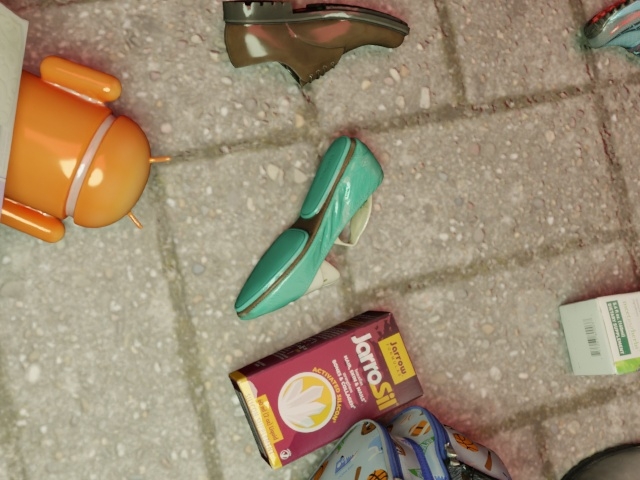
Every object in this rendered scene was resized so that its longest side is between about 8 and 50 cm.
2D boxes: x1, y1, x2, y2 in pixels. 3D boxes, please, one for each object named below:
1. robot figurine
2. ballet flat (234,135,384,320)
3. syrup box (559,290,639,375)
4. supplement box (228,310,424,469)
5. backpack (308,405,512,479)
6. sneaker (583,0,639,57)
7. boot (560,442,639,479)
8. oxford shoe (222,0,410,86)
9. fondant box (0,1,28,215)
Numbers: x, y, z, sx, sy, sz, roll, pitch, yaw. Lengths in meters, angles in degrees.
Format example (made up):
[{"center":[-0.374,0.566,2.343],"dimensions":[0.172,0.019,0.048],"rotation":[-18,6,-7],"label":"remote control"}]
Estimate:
[{"center":[-0.270,-0.090,0.715],"dimensions":[0.219,0.128,0.158],"rotation":[23,65,-11],"label":"robot figurine"},{"center":[0.000,0.000,0.803],"dimensions":[0.087,0.083,0.247],"rotation":[36,80,-24],"label":"ballet flat"},{"center":[0.436,0.106,0.889],"dimensions":[0.236,0.096,0.093],"rotation":[-7,80,-12],"label":"syrup box"},{"center":[0.006,0.161,0.788],"dimensions":[0.188,0.081,0.104],"rotation":[-23,91,-15],"label":"supplement box"},{"center":[0.082,0.302,0.698],"dimensions":[0.213,0.263,0.276],"rotation":[40,107,-7],"label":"backpack"},{"center":[0.476,-0.275,0.934],"dimensions":[0.261,0.104,0.125],"rotation":[-14,91,-15],"label":"sneaker"},{"center":[0.324,0.350,0.782],"dimensions":[0.338,0.222,0.118],"rotation":[-25,91,-15],"label":"boot"},{"center":[-0.003,-0.232,0.830],"dimensions":[0.227,0.083,0.096],"rotation":[-5,109,-17],"label":"oxford shoe"},{"center":[-0.442,-0.100,0.619],"dimensions":[0.330,0.096,0.238],"rotation":[4,84,14],"label":"fondant box"}]
